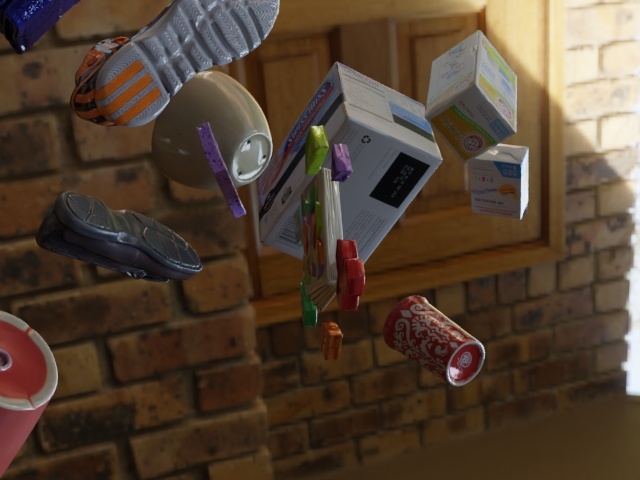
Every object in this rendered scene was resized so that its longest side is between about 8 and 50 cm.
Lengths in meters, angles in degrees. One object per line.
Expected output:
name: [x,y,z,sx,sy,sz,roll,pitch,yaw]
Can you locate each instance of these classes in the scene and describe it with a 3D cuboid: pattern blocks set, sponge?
pattern blocks set: [0.000,0.000,1.265,0.026,0.285,0.325,-2,156,-10]
sponge: [-0.206,-0.142,2.166,0.031,0.210,0.117,-22,-116,-3]

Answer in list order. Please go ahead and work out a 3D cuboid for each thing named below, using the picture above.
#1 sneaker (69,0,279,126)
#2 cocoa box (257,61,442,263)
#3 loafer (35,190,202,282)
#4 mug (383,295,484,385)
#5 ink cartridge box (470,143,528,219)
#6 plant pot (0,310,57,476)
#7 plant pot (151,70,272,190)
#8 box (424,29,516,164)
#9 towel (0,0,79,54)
sneaker: [-0.212,-0.267,1.406,0.321,0.124,0.180,-39,-154,-26]
cocoa box: [0.048,-0.141,2.154,0.231,0.347,0.228,23,-148,-22]
loafer: [-0.331,0.008,1.721,0.302,0.095,0.109,26,-151,-46]
mug: [0.221,0.190,1.907,0.150,0.113,0.169,25,-175,-41]
ink cartridge box: [0.361,-0.106,2.103,0.104,0.181,0.061,9,-134,21]
plant pot: [-0.580,0.257,1.717,0.243,0.275,0.275,-42,-175,28]
plant pot: [-0.223,-0.230,2.437,0.191,0.284,0.284,30,-142,33]
box: [0.251,-0.238,1.725,0.103,0.114,0.203,-32,-156,29]
towel: [-0.486,-0.496,1.964,0.308,0.076,0.227,-47,-172,-13]
